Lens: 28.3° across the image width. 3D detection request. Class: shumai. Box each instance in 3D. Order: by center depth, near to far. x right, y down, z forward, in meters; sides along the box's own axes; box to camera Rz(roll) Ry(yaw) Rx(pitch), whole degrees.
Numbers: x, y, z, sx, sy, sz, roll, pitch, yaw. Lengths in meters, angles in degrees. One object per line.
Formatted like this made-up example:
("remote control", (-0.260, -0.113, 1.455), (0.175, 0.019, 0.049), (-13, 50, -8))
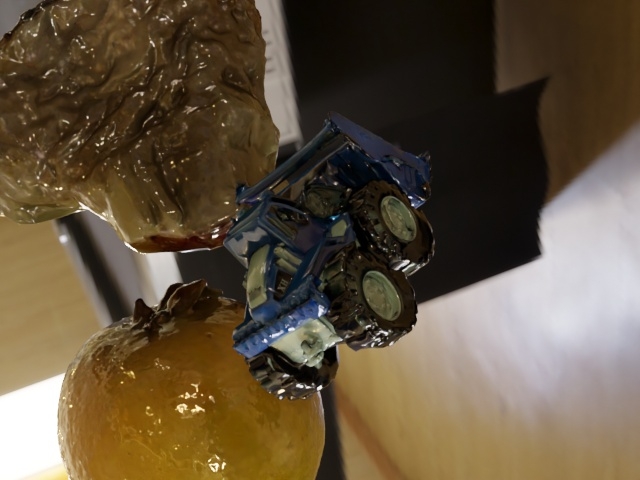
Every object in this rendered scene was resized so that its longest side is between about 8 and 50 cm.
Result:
("shumai", (-0.162, -0.089, 1.211), (0.283, 0.346, 0.217), (51, 163, 13))

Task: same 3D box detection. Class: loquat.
("loquat", (-0.125, 0.174, 1.253), (0.275, 0.275, 0.274), (161, 90, -74))

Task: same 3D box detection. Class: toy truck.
("toy truck", (0.000, 0.000, 0.893), (0.126, 0.113, 0.208), (42, -144, -17))
